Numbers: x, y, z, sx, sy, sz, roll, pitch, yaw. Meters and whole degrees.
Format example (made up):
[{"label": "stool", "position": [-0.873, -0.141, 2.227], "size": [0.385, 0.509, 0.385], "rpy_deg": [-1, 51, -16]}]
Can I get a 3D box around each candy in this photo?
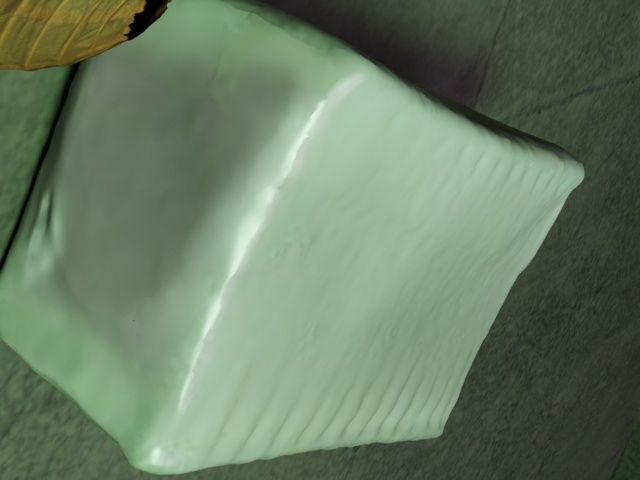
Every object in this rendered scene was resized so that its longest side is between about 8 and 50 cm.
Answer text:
[{"label": "candy", "position": [0.000, -0.003, 0.694], "size": [0.359, 0.145, 0.208], "rpy_deg": [9, 112, -62]}]

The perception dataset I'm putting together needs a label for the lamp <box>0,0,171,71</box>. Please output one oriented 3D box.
[{"label": "lamp", "position": [-0.096, -0.121, 0.409], "size": [0.136, 0.136, 0.136], "rpy_deg": [-41, 149, -31]}]
